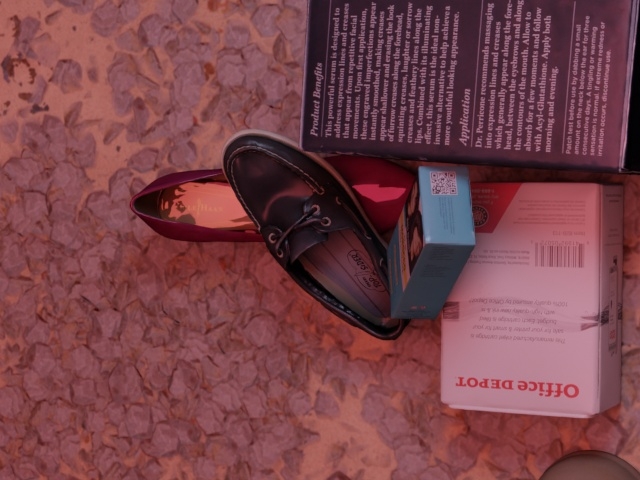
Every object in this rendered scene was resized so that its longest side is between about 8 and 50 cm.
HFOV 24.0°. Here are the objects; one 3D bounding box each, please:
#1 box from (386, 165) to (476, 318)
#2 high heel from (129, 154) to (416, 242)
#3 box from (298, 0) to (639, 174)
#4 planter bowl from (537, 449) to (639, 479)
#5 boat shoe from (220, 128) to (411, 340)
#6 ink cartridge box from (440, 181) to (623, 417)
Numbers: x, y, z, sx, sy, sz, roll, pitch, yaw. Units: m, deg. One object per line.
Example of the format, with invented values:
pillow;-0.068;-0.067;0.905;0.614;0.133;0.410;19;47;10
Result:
box;0.128;0.008;1.794;0.060;0.244;0.100;0;66;-7
high heel;-0.059;-0.047;1.990;0.377;0.181;0.127;-8;88;26
box;0.215;-0.192;1.787;0.395;0.293;0.212;6;94;27
planter bowl;0.322;0.348;1.855;0.162;0.109;0.162;1;93;27
boat shoe;-0.003;0.003;1.919;0.127;0.113;0.340;-33;108;19
ink cartridge box;0.263;0.068;1.869;0.207;0.117;0.283;2;92;26
